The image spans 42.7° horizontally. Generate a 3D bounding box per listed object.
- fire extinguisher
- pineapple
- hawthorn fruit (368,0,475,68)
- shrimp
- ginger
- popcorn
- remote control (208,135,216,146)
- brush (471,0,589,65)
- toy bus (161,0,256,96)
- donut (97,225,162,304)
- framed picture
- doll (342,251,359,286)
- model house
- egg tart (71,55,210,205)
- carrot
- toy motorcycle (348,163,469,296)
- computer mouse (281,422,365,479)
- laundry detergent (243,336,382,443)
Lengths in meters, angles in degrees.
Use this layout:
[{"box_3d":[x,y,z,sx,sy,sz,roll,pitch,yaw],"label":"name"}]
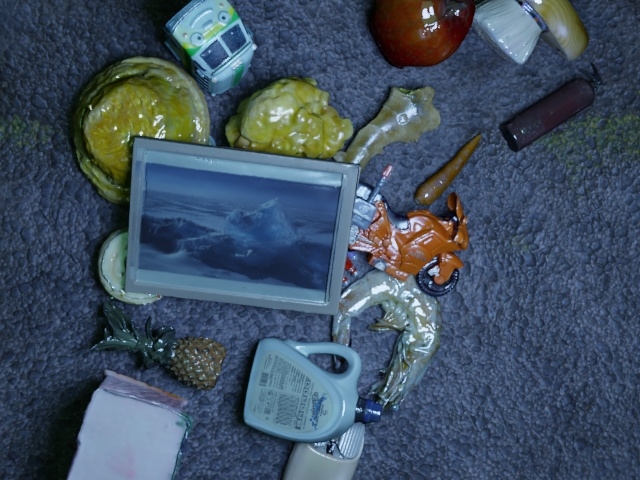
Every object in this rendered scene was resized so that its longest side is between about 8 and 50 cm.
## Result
[{"box_3d":[0.523,-0.302,1.823,0.268,0.072,0.089,-33,57,-5],"label":"fire extinguisher"},{"box_3d":[-0.336,0.219,1.695,0.277,0.130,0.119,18,52,-6],"label":"pineapple"},{"box_3d":[0.217,-0.473,1.701,0.215,0.250,0.215,-3,97,-23],"label":"hawthorn fruit"},{"box_3d":[0.134,0.224,1.773,0.247,0.085,0.360,17,82,-2],"label":"shrimp"},{"box_3d":[0.140,-0.219,1.777,0.131,0.086,0.294,41,94,-20],"label":"ginger"},{"box_3d":[-0.070,-0.240,1.697,0.254,0.190,0.191,-21,85,-2],"label":"popcorn"},{"box_3d":[-0.264,-0.113,1.745,0.087,0.047,0.244,1,90,-3],"label":"remote control"},{"box_3d":[0.457,-0.459,1.777,0.267,0.174,0.166,38,101,-22],"label":"brush"},{"box_3d":[-0.217,-0.390,1.638,0.134,0.276,0.164,-41,98,-4],"label":"toy bus"},{"box_3d":[-0.382,0.051,1.721,0.175,0.068,0.174,0,92,-8],"label":"donut"},{"box_3d":[-0.161,-0.023,1.640,0.446,0.028,0.326,6,107,-2],"label":"framed picture"},{"box_3d":[0.000,0.000,1.758,0.102,0.075,0.227,-46,104,-19],"label":"doll"},{"box_3d":[-0.374,0.397,1.639,0.202,0.237,0.236,16,92,-7],"label":"model house"},{"box_3d":[-0.378,-0.225,1.670,0.319,0.128,0.318,0,92,7],"label":"egg tart"},{"box_3d":[0.288,-0.158,1.809,0.048,0.048,0.216,45,81,-4],"label":"carrot"},{"box_3d":[0.180,-0.030,1.721,0.326,0.148,0.221,27,101,-10],"label":"toy motorcycle"},{"box_3d":[0.005,0.476,1.755,0.145,0.082,0.236,24,88,-5],"label":"computer mouse"},{"box_3d":[-0.007,0.315,1.703,0.281,0.105,0.214,7,72,11],"label":"laundry detergent"}]
